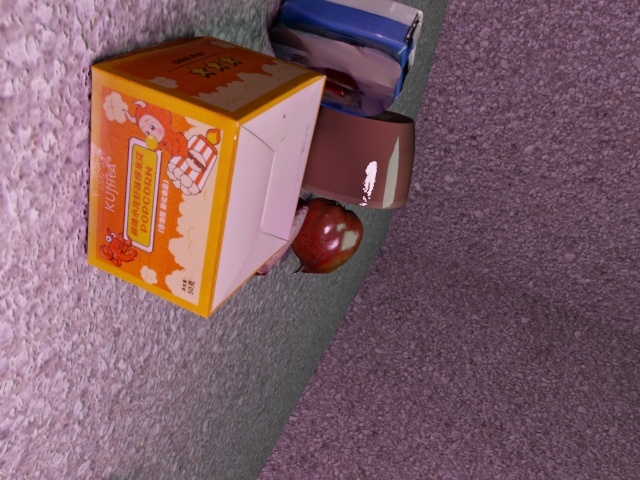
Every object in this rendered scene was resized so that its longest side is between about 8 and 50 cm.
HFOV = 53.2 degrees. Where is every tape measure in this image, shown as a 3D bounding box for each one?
[{"bbox_3d":[0.055,-0.362,1.234,0.262,0.259,0.138,76,38,-71],"label":"tape measure"}]

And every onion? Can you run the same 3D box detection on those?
[{"bbox_3d":[-0.114,-0.026,1.376,0.195,0.140,0.218,-66,169,8],"label":"onion"}]

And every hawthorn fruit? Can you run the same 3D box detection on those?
[{"bbox_3d":[0.000,0.000,1.840,0.248,0.208,0.208,-53,169,5],"label":"hawthorn fruit"}]

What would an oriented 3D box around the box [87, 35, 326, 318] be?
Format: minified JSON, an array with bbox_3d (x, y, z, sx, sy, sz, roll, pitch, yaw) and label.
[{"bbox_3d":[-0.158,-0.101,0.874,0.259,0.214,0.283,-45,153,-56],"label":"box"}]

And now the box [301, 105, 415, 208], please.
[{"bbox_3d":[0.101,-0.229,1.649,0.301,0.301,0.216,-41,142,-65],"label":"box"}]
